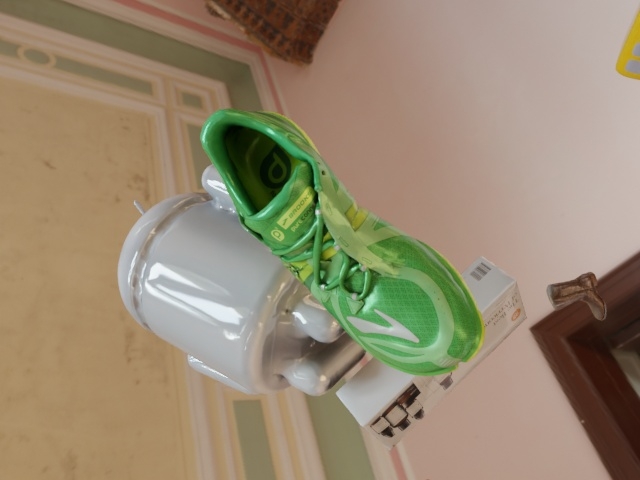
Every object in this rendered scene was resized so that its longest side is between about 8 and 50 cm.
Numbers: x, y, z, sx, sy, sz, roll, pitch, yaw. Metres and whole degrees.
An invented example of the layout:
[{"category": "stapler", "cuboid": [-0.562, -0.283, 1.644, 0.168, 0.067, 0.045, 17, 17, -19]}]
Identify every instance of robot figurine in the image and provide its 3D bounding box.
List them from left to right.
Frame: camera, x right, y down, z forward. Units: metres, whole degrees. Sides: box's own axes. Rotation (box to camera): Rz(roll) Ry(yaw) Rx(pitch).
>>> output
[{"category": "robot figurine", "cuboid": [-0.109, 0.059, 0.675, 0.354, 0.299, 0.200, 22, -158, 26]}]

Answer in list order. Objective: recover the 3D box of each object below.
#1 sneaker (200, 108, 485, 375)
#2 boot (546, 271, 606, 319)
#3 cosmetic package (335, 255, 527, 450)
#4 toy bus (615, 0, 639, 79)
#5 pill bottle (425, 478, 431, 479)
[{"category": "sneaker", "cuboid": [0.000, 0.000, 0.436, 0.295, 0.109, 0.123, 45, -163, 18]}, {"category": "boot", "cuboid": [0.512, 0.126, 1.073, 0.114, 0.037, 0.106, -17, -92, -18]}, {"category": "cosmetic package", "cuboid": [0.139, 0.137, 0.639, 0.060, 0.239, 0.099, 43, 173, 42]}, {"category": "toy bus", "cuboid": [0.535, -0.375, 0.732, 0.130, 0.332, 0.108, 20, -115, 20]}, {"category": "pill bottle", "cuboid": [0.235, 0.403, 0.686, 0.246, 0.130, 0.130, 16, -150, 26]}]
